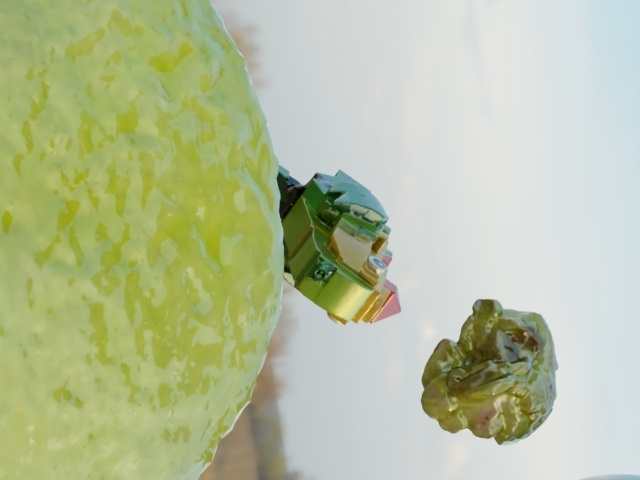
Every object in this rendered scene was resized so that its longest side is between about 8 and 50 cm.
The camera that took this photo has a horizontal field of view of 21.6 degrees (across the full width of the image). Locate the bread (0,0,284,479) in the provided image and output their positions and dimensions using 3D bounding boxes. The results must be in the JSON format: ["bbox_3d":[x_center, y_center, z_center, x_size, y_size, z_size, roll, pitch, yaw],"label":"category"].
[{"bbox_3d":[-0.227,-0.004,0.774,0.307,0.348,0.348,-8,-90,48],"label":"bread"}]

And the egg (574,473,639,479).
[{"bbox_3d":[0.203,0.247,1.230,0.146,0.198,0.146,-17,90,-74],"label":"egg"}]

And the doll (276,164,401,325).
[{"bbox_3d":[0.007,0.003,1.542,0.106,0.134,0.186,-52,-145,21],"label":"doll"}]

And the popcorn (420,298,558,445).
[{"bbox_3d":[0.133,0.099,1.250,0.097,0.109,0.089,48,-44,21],"label":"popcorn"}]
